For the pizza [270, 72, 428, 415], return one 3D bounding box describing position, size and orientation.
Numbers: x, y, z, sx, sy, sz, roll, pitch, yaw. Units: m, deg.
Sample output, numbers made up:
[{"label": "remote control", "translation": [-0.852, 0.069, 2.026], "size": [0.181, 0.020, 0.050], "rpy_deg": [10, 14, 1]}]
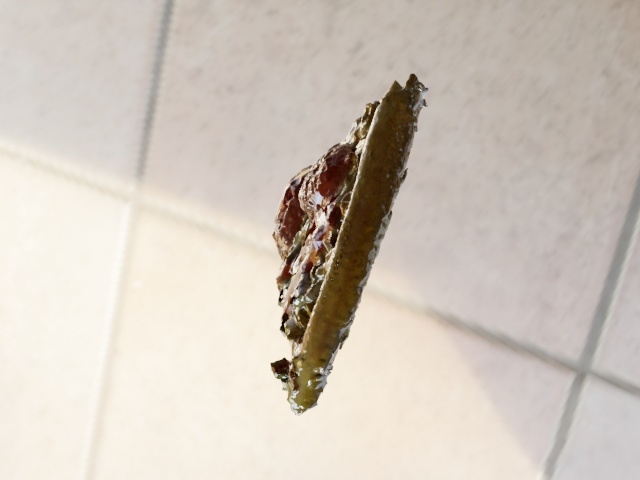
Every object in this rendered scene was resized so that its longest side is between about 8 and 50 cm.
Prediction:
[{"label": "pizza", "translation": [0.000, 0.006, 0.621], "size": [0.029, 0.099, 0.100], "rpy_deg": [19, 155, -7]}]
